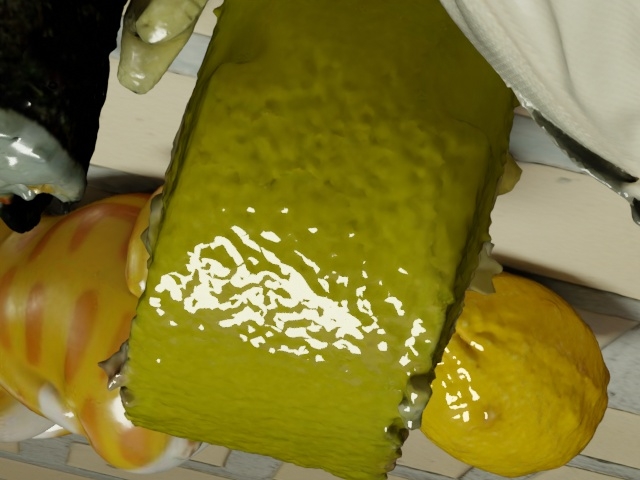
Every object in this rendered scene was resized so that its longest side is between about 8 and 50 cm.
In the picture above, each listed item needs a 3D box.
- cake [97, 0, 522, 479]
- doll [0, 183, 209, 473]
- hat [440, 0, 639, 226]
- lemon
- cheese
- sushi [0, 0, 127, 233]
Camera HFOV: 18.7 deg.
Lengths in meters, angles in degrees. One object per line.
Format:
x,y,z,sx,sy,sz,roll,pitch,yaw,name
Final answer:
0.000,0.000,0.818,0.156,0.179,0.260,11,164,1,cake
-0.146,0.049,1.131,0.269,0.162,0.166,-5,-173,32,doll
0.126,-0.102,0.422,0.219,0.164,0.226,14,165,-5,hat
0.101,0.075,1.106,0.114,0.114,0.155,-2,156,41,lemon
-0.068,-0.090,0.810,0.030,0.044,0.083,21,165,-12,cheese
-0.148,-0.072,0.805,0.147,0.115,0.212,24,162,-24,sushi
